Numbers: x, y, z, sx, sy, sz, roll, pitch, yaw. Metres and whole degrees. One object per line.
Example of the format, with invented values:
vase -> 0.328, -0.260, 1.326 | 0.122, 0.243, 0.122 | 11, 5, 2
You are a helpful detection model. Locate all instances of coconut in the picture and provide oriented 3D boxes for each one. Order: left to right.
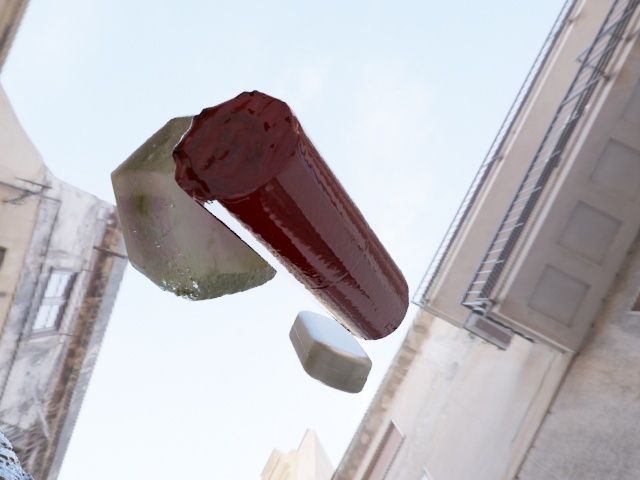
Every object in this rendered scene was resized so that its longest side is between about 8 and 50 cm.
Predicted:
coconut -> -0.102, -0.033, 0.638 | 0.147, 0.147, 0.152 | -6, -76, -1

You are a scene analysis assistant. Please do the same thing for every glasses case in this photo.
glasses case -> 0.010, 0.139, 0.938 | 0.083, 0.196, 0.050 | 24, -86, -11

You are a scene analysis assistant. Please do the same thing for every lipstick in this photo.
lipstick -> 0.000, 0.001, 0.484 | 0.073, 0.279, 0.073 | -8, -114, 17

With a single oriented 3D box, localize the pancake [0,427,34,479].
pancake -> -0.419, 0.295, 0.920 | 0.266, 0.244, 0.057 | 44, -98, -24
